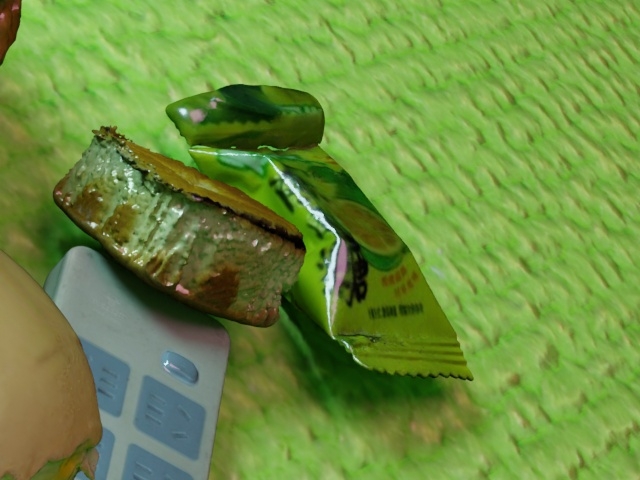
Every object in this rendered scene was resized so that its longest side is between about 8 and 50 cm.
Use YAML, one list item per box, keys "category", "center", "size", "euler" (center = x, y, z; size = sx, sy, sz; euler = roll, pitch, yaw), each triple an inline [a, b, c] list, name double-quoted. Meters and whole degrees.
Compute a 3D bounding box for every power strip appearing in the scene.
- category: "power strip"
  center: [-0.119, 0.113, 1.027]
  size: [0.118, 0.046, 0.270]
  euler: [29, 36, -18]

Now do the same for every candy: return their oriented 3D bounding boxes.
- category: "candy"
  center: [0.000, 0.000, 1.240]
  size: [0.149, 0.069, 0.246]
  euler: [-3, 50, -52]

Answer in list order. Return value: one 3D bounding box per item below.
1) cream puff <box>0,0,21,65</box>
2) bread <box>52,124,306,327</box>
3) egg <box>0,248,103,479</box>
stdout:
- category: "cream puff"
  center: [-0.311, -0.175, 0.991]
  size: [0.343, 0.231, 0.327]
  euler: [-17, 68, -51]
- category: "bread"
  center: [-0.086, -0.010, 1.127]
  size: [0.140, 0.069, 0.128]
  euler: [23, 10, -45]
- category: "egg"
  center: [-0.226, 0.068, 0.837]
  size: [0.244, 0.201, 0.201]
  euler: [38, 35, -3]
